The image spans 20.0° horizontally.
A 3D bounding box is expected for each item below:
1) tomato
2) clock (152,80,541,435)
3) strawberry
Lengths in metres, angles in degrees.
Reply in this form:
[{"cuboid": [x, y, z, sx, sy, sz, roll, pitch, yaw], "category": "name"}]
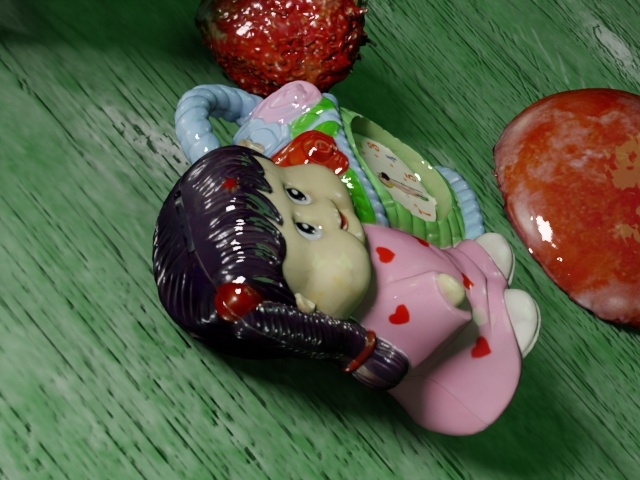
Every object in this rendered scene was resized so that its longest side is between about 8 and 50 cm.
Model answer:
[{"cuboid": [0.209, -0.039, 1.230, 0.173, 0.099, 0.189, 43, 32, -3], "category": "tomato"}, {"cuboid": [0.000, 0.000, 0.942, 0.195, 0.100, 0.194, 22, 32, -36], "category": "clock"}, {"cuboid": [-0.024, -0.131, 1.076, 0.106, 0.106, 0.106, 30, 33, -22], "category": "strawberry"}]
